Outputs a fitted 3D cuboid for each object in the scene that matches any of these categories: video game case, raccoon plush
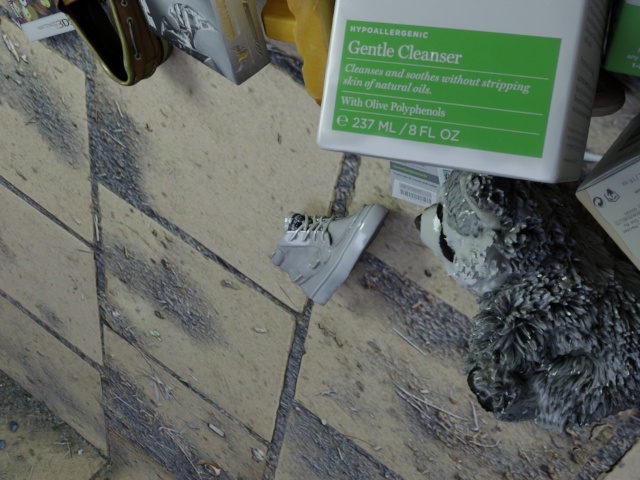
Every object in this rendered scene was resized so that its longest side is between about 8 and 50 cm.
[{"bbox_3d":[-0.436,-0.426,1.359,0.210,0.042,0.232,2,126,43],"label":"video game case"},{"bbox_3d":[0.326,0.028,0.978,0.446,0.216,0.299,0,120,8],"label":"raccoon plush"}]

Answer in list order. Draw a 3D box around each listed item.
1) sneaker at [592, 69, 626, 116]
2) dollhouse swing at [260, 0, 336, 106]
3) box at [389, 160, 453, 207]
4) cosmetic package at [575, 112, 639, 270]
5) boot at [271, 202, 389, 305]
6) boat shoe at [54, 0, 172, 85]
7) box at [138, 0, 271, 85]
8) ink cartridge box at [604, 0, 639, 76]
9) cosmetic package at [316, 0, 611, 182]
[{"bbox_3d":[0.222,-0.187,0.909,0.188,0.066,0.071,27,139,24],"label":"sneaker"},{"bbox_3d":[-0.045,-0.321,0.846,0.315,0.305,0.347,17,137,33],"label":"dollhouse swing"},{"bbox_3d":[0.150,-0.115,1.078,0.145,0.038,0.186,20,138,30],"label":"box"},{"bbox_3d":[0.405,0.010,0.842,0.309,0.160,0.113,50,145,-4],"label":"cosmetic package"},{"bbox_3d":[0.000,0.000,1.289,0.123,0.095,0.258,36,145,2],"label":"boot"},{"bbox_3d":[-0.315,-0.359,1.231,0.110,0.104,0.307,-18,116,34],"label":"boat shoe"},{"bbox_3d":[-0.154,-0.306,0.995,0.183,0.056,0.231,37,156,34],"label":"box"},{"bbox_3d":[0.342,-0.248,0.645,0.201,0.117,0.278,14,136,11],"label":"ink cartridge box"},{"bbox_3d":[0.132,-0.238,0.703,0.197,0.155,0.365,9,98,22],"label":"cosmetic package"}]
